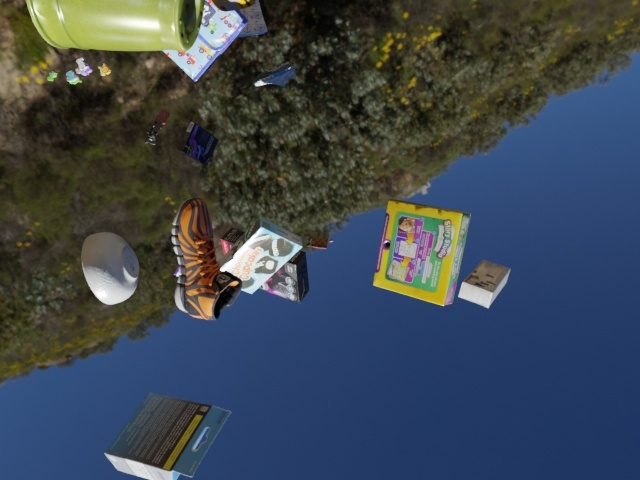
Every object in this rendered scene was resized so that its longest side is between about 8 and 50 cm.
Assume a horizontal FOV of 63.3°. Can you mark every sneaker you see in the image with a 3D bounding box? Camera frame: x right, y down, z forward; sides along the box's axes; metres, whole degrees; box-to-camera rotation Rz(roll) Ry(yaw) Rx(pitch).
[{"bbox_3d":[-0.187,-0.681,2.197,0.191,0.082,0.071,-24,-137,-7],"label":"sneaker"},{"bbox_3d":[-0.281,0.054,1.339,0.180,0.320,0.125,13,-160,36],"label":"sneaker"}]

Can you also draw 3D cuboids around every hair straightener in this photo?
[{"bbox_3d":[-0.665,-0.447,2.104,0.089,0.047,0.230,-40,-145,29],"label":"hair straightener"}]

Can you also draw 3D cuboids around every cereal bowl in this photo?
[{"bbox_3d":[-0.929,0.113,2.364,0.141,0.338,0.339,-17,-157,4],"label":"cereal bowl"}]

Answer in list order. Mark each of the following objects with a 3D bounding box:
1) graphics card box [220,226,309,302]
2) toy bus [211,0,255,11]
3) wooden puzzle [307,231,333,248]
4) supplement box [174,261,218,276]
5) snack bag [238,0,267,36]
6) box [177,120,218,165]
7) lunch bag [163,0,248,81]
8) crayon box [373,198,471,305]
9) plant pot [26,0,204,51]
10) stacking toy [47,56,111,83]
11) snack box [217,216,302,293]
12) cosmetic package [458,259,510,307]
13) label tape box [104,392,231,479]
[{"bbox_3d":[-0.231,0.103,2.169,0.371,0.232,0.094,18,-135,21],"label":"graphics card box"},{"bbox_3d":[-0.231,-0.809,1.415,0.130,0.332,0.108,-3,170,19],"label":"toy bus"},{"bbox_3d":[0.000,0.000,1.596,0.083,0.006,0.049,7,-109,22],"label":"wooden puzzle"},{"bbox_3d":[-0.564,0.148,2.484,0.111,0.220,0.113,-49,-163,39],"label":"supplement box"},{"bbox_3d":[-0.398,-0.936,2.003,0.323,0.342,0.037,-12,172,-15],"label":"snack bag"},{"bbox_3d":[-0.451,-0.357,1.927,0.029,0.162,0.116,23,-93,23],"label":"box"},{"bbox_3d":[-0.383,-0.702,1.660,0.293,0.221,0.138,-34,-157,36],"label":"lunch bag"},{"bbox_3d":[0.396,0.040,2.056,0.313,0.362,0.106,14,-172,32],"label":"crayon box"},{"bbox_3d":[-0.508,-0.662,1.379,0.353,0.366,0.366,13,-153,-1],"label":"plant pot"},{"bbox_3d":[-1.079,-0.745,2.322,0.221,0.052,0.167,-17,-176,16],"label":"stacking toy"},{"bbox_3d":[-0.240,0.064,1.932,0.322,0.187,0.060,-43,-143,29],"label":"snack box"},{"bbox_3d":[0.533,0.133,1.674,0.099,0.060,0.239,22,-154,25],"label":"cosmetic package"},{"bbox_3d":[-0.485,0.657,1.711,0.348,0.115,0.249,4,-143,23],"label":"label tape box"}]
